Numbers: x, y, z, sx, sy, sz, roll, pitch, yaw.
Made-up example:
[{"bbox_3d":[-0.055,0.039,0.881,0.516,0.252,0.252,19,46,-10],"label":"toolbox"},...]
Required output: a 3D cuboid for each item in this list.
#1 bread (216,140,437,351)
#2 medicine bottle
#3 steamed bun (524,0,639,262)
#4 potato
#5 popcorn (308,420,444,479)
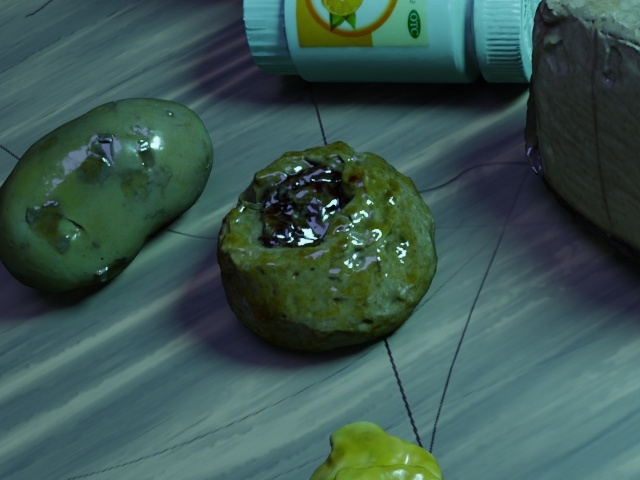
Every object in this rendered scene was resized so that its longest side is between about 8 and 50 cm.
[{"bbox_3d":[0.000,0.000,1.277,0.230,0.123,0.230,-10,53,13],"label":"bread"},{"bbox_3d":[0.083,-0.253,1.425,0.318,0.158,0.158,2,54,22],"label":"medicine bottle"},{"bbox_3d":[0.336,-0.119,1.172,0.199,0.251,0.301,-25,42,-19],"label":"steamed bun"},{"bbox_3d":[-0.236,-0.056,1.381,0.262,0.165,0.165,-43,51,-7],"label":"potato"},{"bbox_3d":[0.043,0.268,1.002,0.191,0.190,0.253,-36,53,-1],"label":"popcorn"}]
